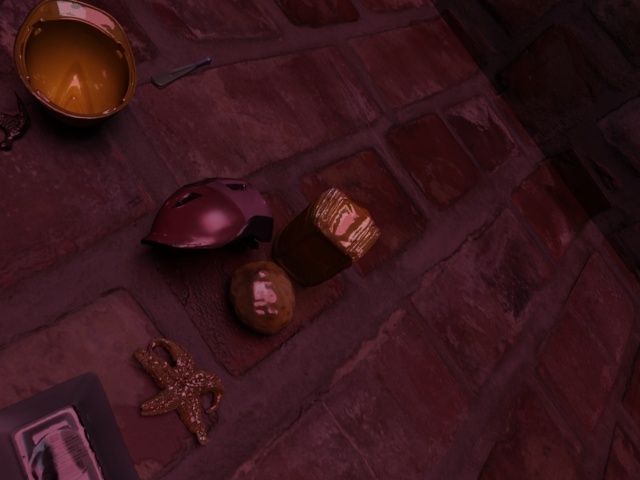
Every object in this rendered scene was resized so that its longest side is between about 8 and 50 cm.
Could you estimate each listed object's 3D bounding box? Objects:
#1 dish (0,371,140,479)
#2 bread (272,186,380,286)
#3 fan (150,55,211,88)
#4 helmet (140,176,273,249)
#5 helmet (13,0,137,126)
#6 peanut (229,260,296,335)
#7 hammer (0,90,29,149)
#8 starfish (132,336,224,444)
[{"bbox_3d":[-0.379,0.337,0.648,0.182,0.080,0.243,-21,78,-39],"label":"dish"},{"bbox_3d":[0.000,0.000,0.944,0.152,0.288,0.119,42,60,-8],"label":"bread"},{"bbox_3d":[-0.346,-0.431,1.105,0.038,0.016,0.193,46,51,-3],"label":"fan"},{"bbox_3d":[-0.212,-0.053,0.871,0.253,0.198,0.154,9,86,-43],"label":"helmet"},{"bbox_3d":[-0.488,-0.326,0.876,0.205,0.140,0.256,5,70,-33],"label":"helmet"},{"bbox_3d":[-0.118,0.121,0.915,0.141,0.109,0.159,-11,85,-26],"label":"peanut"},{"bbox_3d":[-0.693,-0.269,0.786,0.297,0.027,0.125,22,57,-22],"label":"hammer"},{"bbox_3d":[-0.249,0.268,0.787,0.150,0.053,0.209,-21,81,-34],"label":"starfish"}]
